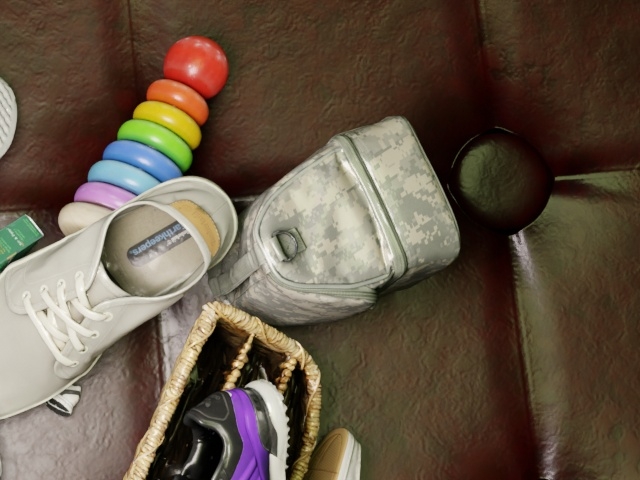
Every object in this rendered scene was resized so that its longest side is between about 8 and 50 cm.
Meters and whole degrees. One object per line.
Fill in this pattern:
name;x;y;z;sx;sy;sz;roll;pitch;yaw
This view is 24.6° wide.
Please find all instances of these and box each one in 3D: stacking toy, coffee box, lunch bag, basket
stacking toy;-0.215;-0.128;1.960;0.141;0.141;0.330;27;69;-4
coffee box;-0.443;0.045;1.847;0.040;0.113;0.184;51;44;0
lunch bag;0.000;0.000;1.878;0.256;0.305;0.212;-20;85;-19
basket;-0.113;0.256;1.848;0.214;0.223;0.299;25;75;-5

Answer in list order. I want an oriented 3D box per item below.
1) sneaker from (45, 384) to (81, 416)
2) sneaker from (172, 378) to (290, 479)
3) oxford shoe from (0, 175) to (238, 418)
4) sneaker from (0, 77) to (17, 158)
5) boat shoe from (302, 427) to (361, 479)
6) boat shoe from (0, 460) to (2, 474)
sneaker;-0.361;0.184;1.915;0.109;0.040;0.043;36;54;-2
sneaker;-0.110;0.320;1.736;0.146;0.102;0.293;-8;91;-39
oxford shoe;-0.298;0.076;1.801;0.449;0.130;0.169;-34;99;13
sneaker;-0.496;-0.086;1.890;0.126;0.127;0.321;35;46;-24
boat shoe;0.017;0.387;1.918;0.096;0.098;0.277;22;71;-24
boat shoe;-0.448;0.207;1.795;0.226;0.076;0.083;60;31;-17
